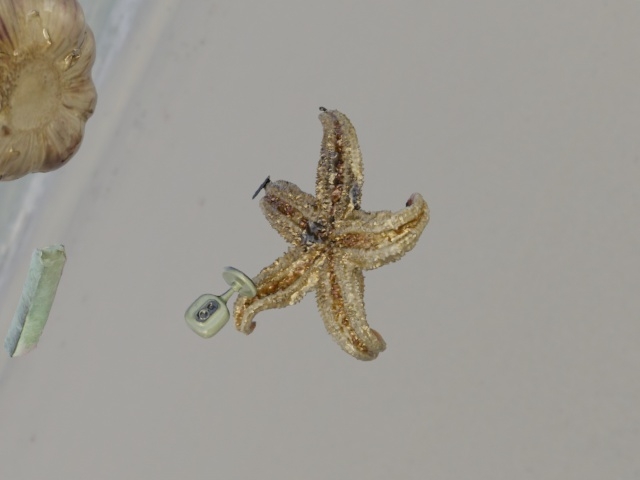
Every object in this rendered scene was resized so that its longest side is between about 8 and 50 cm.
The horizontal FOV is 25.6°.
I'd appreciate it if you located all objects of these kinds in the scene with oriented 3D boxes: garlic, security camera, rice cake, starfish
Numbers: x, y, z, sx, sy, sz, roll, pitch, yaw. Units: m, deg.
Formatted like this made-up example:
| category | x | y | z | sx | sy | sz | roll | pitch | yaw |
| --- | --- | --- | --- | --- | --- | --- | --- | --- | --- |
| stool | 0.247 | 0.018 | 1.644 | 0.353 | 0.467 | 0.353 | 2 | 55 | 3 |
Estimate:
| category | x | y | z | sx | sy | sz | roll | pitch | yaw |
| --- | --- | --- | --- | --- | --- | --- | --- | --- | --- |
| garlic | -0.351 | -0.179 | 1.497 | 0.161 | 0.245 | 0.244 | 28 | 98 | 35 |
| security camera | -0.128 | 0.081 | 1.768 | 0.092 | 0.058 | 0.058 | -51 | 11 | -24 |
| rice cake | -0.379 | 0.078 | 1.868 | 0.034 | 0.043 | 0.211 | 53 | 136 | 27 |
| starfish | 0.000 | 0.002 | 1.823 | 0.303 | 0.113 | 0.312 | 39 | 102 | 36 |
